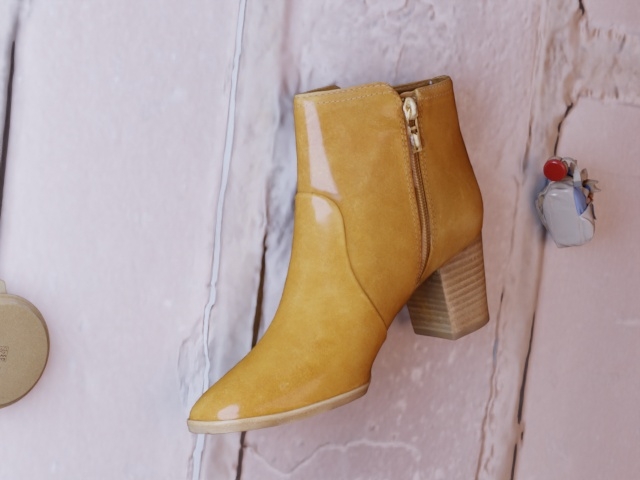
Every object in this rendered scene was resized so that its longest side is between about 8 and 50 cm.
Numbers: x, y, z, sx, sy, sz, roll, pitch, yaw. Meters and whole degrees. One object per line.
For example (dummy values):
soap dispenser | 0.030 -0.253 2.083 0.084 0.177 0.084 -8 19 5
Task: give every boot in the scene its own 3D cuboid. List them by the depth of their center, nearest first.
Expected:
boot | 0.001 0.000 1.137 0.295 0.104 0.211 -23 105 -37

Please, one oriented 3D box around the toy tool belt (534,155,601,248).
toy tool belt | 0.204 -0.039 1.308 0.051 0.052 0.083 -55 133 -55

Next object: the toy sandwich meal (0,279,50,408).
toy sandwich meal | -0.214 0.068 1.023 0.086 0.029 0.085 -10 106 -38
